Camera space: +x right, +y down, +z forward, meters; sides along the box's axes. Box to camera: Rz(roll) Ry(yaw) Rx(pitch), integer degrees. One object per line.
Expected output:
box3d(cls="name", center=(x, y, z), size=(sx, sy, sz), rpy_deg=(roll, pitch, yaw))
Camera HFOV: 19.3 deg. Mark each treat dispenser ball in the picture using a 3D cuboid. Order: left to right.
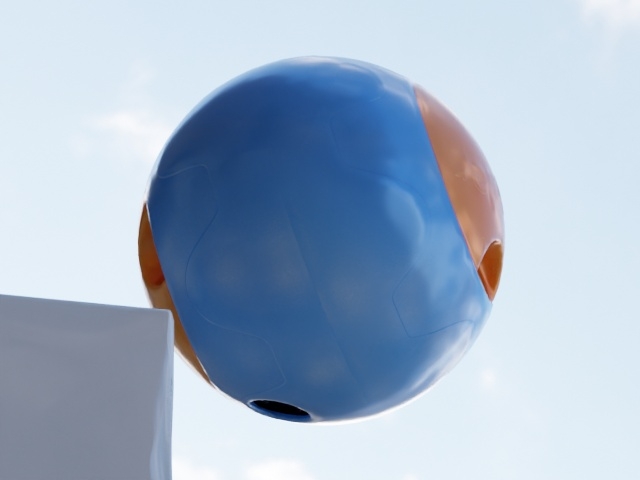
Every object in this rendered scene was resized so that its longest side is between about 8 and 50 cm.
box3d(cls="treat dispenser ball", center=(0.000, 0.000, 1.468), size=(0.288, 0.288, 0.288), rpy_deg=(29, -37, 24))

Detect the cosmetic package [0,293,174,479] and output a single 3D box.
box3d(cls="cosmetic package", center=(-0.295, 0.134, 1.176), size=(0.385, 0.156, 0.217), rpy_deg=(6, -29, -11))
